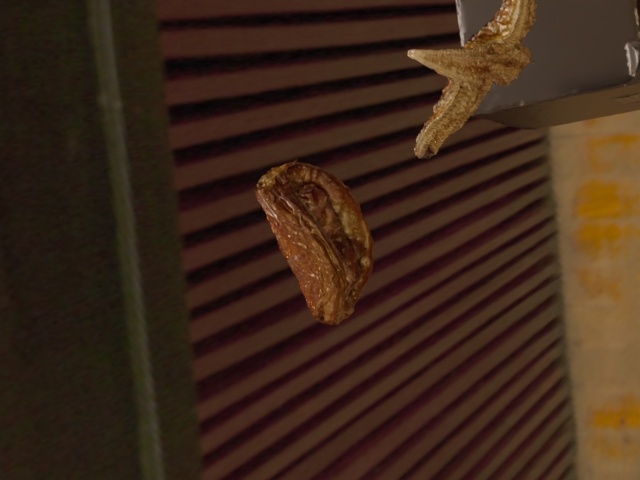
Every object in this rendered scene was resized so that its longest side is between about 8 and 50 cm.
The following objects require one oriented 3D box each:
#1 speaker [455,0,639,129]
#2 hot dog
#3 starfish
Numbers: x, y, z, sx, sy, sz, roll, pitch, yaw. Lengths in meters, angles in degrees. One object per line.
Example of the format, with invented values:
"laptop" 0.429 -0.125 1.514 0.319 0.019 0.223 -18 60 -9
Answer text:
"speaker" 0.307 -0.268 1.670 0.254 0.184 0.232 -9 84 33
"hot dog" 0.000 0.000 0.699 0.035 0.058 0.083 -15 113 27
"starfish" 0.151 -0.172 1.419 0.071 0.216 0.238 34 129 14
